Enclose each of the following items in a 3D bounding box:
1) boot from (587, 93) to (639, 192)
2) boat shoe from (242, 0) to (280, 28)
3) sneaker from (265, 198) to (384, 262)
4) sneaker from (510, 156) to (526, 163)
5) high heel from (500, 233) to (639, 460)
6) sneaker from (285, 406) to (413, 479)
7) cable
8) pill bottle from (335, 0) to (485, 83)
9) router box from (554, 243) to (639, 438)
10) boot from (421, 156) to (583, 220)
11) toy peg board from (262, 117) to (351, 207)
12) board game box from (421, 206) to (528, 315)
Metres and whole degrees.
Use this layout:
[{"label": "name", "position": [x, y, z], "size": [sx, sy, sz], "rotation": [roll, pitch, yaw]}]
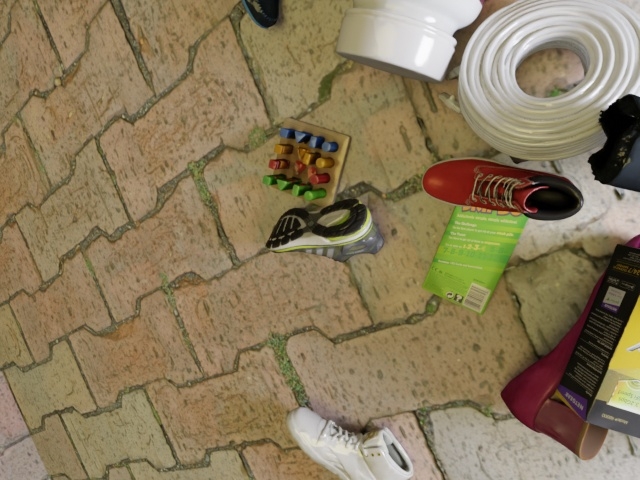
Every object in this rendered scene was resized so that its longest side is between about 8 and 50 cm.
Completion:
[{"label": "boot", "position": [0.429, -0.047, 0.495], "size": [0.207, 0.094, 0.246], "rotation": [15, 71, 1]}, {"label": "boat shoe", "position": [-0.120, -0.565, 0.826], "size": [0.089, 0.109, 0.258], "rotation": [-5, 101, 33]}, {"label": "sneaker", "position": [0.000, 0.000, 0.888], "size": [0.300, 0.111, 0.121], "rotation": [-3, 143, 44]}, {"label": "sneaker", "position": [0.386, -0.170, 0.686], "size": [0.158, 0.065, 0.061], "rotation": [-15, 62, 19]}, {"label": "high heel", "position": [0.430, 0.156, 0.719], "size": [0.181, 0.127, 0.377], "rotation": [27, 96, 64]}, {"label": "sneaker", "position": [0.073, 0.457, 0.963], "size": [0.292, 0.108, 0.169], "rotation": [39, 115, 4]}, {"label": "cable", "position": [0.341, -0.250, 0.630], "size": [0.257, 0.089, 0.257], "rotation": [-40, 68, 11]}, {"label": "pill bottle", "position": [0.166, -0.463, 0.634], "size": [0.224, 0.224, 0.392], "rotation": [25, 111, 21]}, {"label": "router box", "position": [0.528, 0.166, 0.578], "size": [0.309, 0.081, 0.242], "rotation": [17, 98, -2]}, {"label": "boot", "position": [0.268, -0.083, 0.658], "size": [0.244, 0.176, 0.088], "rotation": [11, 105, 25]}, {"label": "toy peg board", "position": [-0.039, -0.164, 0.890], "size": [0.161, 0.079, 0.160], "rotation": [23, 111, 21]}, {"label": "board game box", "position": [0.294, 0.000, 0.778], "size": [0.124, 0.039, 0.259], "rotation": [25, 113, 20]}]
